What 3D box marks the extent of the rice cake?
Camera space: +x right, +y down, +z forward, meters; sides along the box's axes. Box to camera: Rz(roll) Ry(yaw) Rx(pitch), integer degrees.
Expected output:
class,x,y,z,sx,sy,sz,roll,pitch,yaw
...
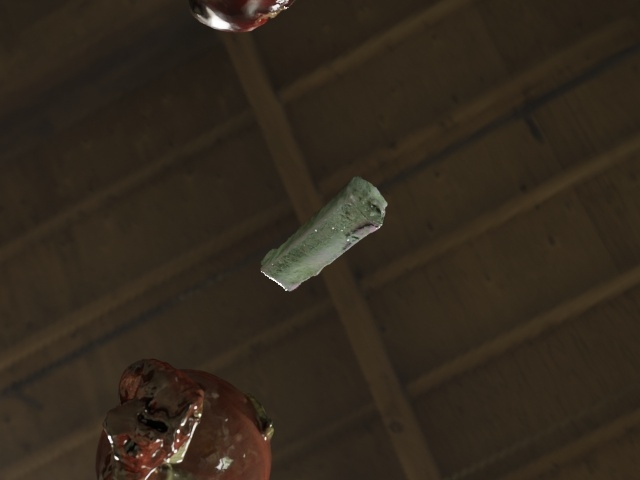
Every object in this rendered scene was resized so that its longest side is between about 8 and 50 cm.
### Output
class,x,y,z,sx,sy,sz,roll,pitch,yaw
rice cake,0.000,0.000,1.354,0.043,0.211,0.034,37,-120,-8

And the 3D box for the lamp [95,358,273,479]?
class,x,y,z,sx,sy,sz,roll,pitch,yaw
lamp,-0.116,0.184,1.297,0.151,0.223,0.215,18,-67,-1

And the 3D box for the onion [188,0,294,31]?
class,x,y,z,sx,sy,sz,roll,pitch,yaw
onion,-0.055,-0.334,1.465,0.195,0.272,0.272,-6,-115,-10
